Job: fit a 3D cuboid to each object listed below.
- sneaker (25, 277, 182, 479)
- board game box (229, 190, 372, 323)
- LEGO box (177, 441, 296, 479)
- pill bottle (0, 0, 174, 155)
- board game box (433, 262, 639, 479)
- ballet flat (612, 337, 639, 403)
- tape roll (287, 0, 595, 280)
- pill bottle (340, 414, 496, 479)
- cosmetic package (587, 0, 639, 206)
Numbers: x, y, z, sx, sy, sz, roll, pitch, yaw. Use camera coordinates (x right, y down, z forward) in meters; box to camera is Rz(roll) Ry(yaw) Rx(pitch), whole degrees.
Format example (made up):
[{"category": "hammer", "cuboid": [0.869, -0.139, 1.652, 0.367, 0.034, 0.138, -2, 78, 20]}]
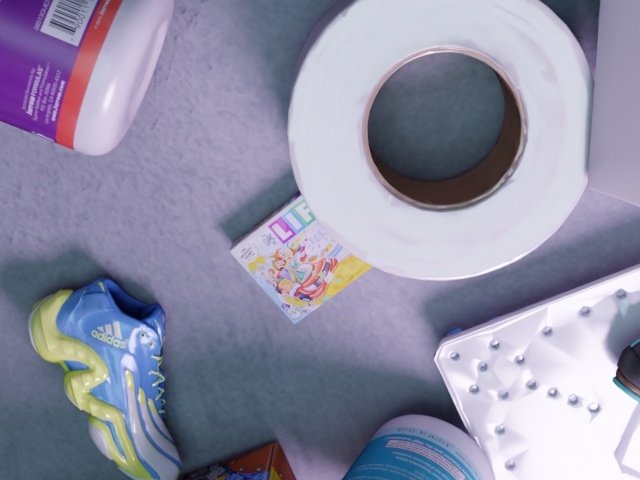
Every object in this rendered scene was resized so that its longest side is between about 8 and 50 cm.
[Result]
[{"category": "sneaker", "cuboid": [-0.193, 0.142, 1.343, 0.126, 0.091, 0.240, -33, 104, 15]}, {"category": "board game box", "cuboid": [0.000, 0.000, 1.308, 0.154, 0.026, 0.103, -38, 103, 17]}, {"category": "LEGO box", "cuboid": [-0.128, 0.521, 1.428, 0.372, 0.193, 0.500, -20, 108, 12]}, {"category": "pill bottle", "cuboid": [-0.306, -0.211, 1.169, 0.322, 0.181, 0.182, 22, 111, -3]}, {"category": "board game box", "cuboid": [0.367, 0.195, 1.341, 0.389, 0.050, 0.390, -22, 107, 12]}, {"category": "ballet flat", "cuboid": [0.412, 0.182, 1.259, 0.280, 0.095, 0.096, 39, 97, -10]}, {"category": "tape roll", "cuboid": [0.110, -0.110, 1.202, 0.286, 0.100, 0.286, 0, 105, -1]}, {"category": "pill bottle", "cuboid": [0.062, 0.300, 1.276, 0.146, 0.264, 0.146, 16, 126, 23]}, {"category": "cosmetic package", "cuboid": [0.352, -0.211, 1.095, 0.196, 0.155, 0.366, -15, 114, -31]}]
